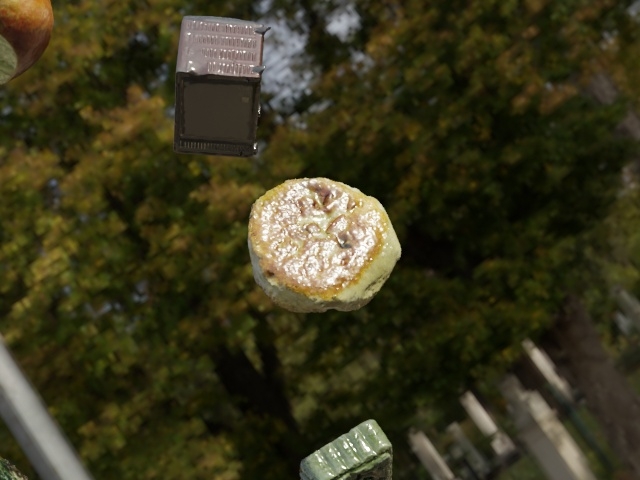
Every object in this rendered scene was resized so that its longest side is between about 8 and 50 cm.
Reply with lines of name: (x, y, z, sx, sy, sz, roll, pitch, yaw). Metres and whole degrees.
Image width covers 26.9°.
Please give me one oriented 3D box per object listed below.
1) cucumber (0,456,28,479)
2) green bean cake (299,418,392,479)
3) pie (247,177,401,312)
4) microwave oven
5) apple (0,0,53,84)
cucumber: (-0.386, 0.358, 1.716, 0.096, 0.096, 0.359, -36, -51, 0)
green bean cake: (0.053, 0.466, 2.672, 0.185, 0.094, 0.183, -24, -35, -18)
pie: (0.000, 0.000, 2.521, 0.315, 0.315, 0.092, -29, -28, -28)
microwave oven: (-0.201, -0.311, 2.688, 0.178, 0.188, 0.247, 6, -40, -3)
apple: (-0.408, -0.280, 1.580, 0.173, 0.195, 0.160, 52, -129, -76)
